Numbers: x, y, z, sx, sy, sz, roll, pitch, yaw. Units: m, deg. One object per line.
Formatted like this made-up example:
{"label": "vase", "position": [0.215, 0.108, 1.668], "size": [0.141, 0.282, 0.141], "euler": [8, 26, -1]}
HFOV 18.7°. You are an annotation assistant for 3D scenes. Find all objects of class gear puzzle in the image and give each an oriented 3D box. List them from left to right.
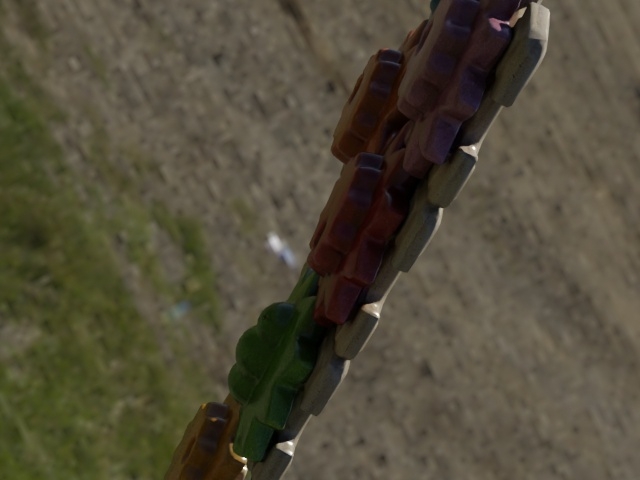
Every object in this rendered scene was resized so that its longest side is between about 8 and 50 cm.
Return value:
{"label": "gear puzzle", "position": [0.000, 0.000, 0.804], "size": [0.044, 0.339, 0.175], "euler": [25, 34, -8]}
